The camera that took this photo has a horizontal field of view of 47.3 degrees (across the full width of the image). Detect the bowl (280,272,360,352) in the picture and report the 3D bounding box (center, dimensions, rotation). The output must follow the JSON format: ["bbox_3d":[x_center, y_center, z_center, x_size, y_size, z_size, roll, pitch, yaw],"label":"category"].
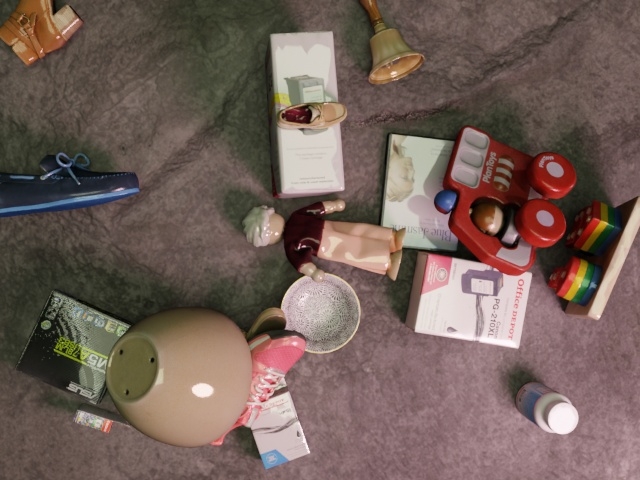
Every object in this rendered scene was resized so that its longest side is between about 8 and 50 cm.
[{"bbox_3d":[-0.003,0.151,1.570,0.170,0.080,0.170,0,91,-6],"label":"bowl"}]

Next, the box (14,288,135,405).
[{"bbox_3d":[-0.512,0.224,1.534,0.190,0.045,0.184,26,86,-6],"label":"box"}]

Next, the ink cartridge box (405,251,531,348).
[{"bbox_3d":[0.322,0.128,1.594,0.237,0.100,0.172,10,90,-7],"label":"ink cartridge box"}]

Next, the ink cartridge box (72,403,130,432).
[{"bbox_3d":[-0.455,0.378,1.535,0.115,0.063,0.029,20,88,-6],"label":"ink cartridge box"}]

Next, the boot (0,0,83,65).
[{"bbox_3d":[-0.604,-0.472,1.494,0.152,0.073,0.197,-39,93,0],"label":"boot"}]

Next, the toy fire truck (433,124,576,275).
[{"bbox_3d":[0.367,-0.081,1.524,0.254,0.169,0.302,23,59,0],"label":"toy fire truck"}]

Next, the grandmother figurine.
[{"bbox_3d":[0.000,0.000,1.544,0.342,0.104,0.208,13,46,3],"label":"grandmother figurine"}]

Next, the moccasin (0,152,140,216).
[{"bbox_3d":[-0.544,-0.121,1.477,0.342,0.138,0.117,-7,88,-7],"label":"moccasin"}]

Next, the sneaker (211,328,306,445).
[{"bbox_3d":[-0.136,0.306,1.490,0.314,0.136,0.116,-40,138,18],"label":"sneaker"}]

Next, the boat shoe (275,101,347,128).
[{"bbox_3d":[-0.015,-0.230,1.349,0.135,0.045,0.050,-11,93,-7],"label":"boat shoe"}]

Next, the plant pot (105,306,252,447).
[{"bbox_3d":[-0.301,0.256,1.418,0.284,0.191,0.284,-7,73,26],"label":"plant pot"}]

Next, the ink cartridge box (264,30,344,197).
[{"bbox_3d":[-0.038,-0.243,1.483,0.131,0.226,0.306,-5,91,-7],"label":"ink cartridge box"}]

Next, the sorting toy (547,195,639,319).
[{"bbox_3d":[0.570,0.031,1.551,0.089,0.255,0.257,24,89,10],"label":"sorting toy"}]

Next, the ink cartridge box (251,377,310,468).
[{"bbox_3d":[-0.101,0.385,1.575,0.104,0.060,0.180,-19,94,-5],"label":"ink cartridge box"}]

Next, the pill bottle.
[{"bbox_3d":[0.494,0.366,1.589,0.087,0.160,0.087,0,92,-6],"label":"pill bottle"}]

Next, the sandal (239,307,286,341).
[{"bbox_3d":[-0.153,0.212,1.557,0.088,0.079,0.240,22,121,-31],"label":"sandal"}]

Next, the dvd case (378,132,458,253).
[{"bbox_3d":[0.225,-0.104,1.617,0.180,0.022,0.253,5,91,-7],"label":"dvd case"}]

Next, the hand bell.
[{"bbox_3d":[0.121,-0.473,1.571,0.126,0.126,0.242,-19,80,-5],"label":"hand bell"}]
